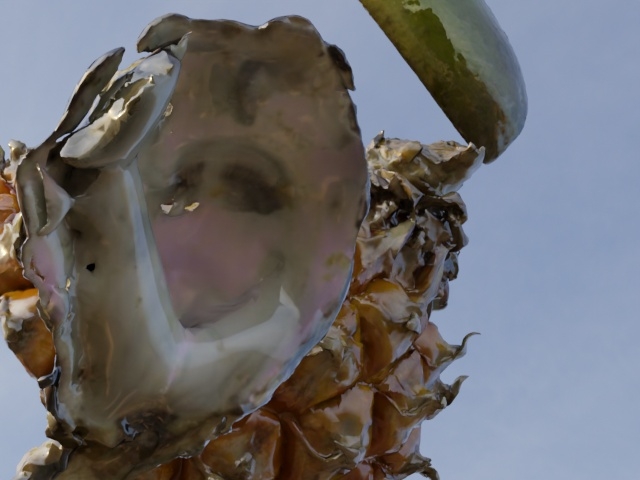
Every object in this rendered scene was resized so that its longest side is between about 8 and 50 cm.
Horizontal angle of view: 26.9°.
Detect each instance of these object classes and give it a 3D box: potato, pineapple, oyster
[{"bbox_3d":[0.152,-0.197,1.430,0.112,0.255,0.269,-39,-35,12],"label":"potato"},{"bbox_3d":[-0.015,0.042,0.772,0.286,0.209,0.344,-34,-72,8],"label":"pineapple"},{"bbox_3d":[-0.060,0.011,0.481,0.081,0.191,0.163,25,-16,43],"label":"oyster"}]

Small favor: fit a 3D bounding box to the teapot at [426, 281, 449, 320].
[{"bbox_3d":[0.000,0.000,1.507,0.314,0.312,0.233,-4,-58,-21],"label":"teapot"}]
